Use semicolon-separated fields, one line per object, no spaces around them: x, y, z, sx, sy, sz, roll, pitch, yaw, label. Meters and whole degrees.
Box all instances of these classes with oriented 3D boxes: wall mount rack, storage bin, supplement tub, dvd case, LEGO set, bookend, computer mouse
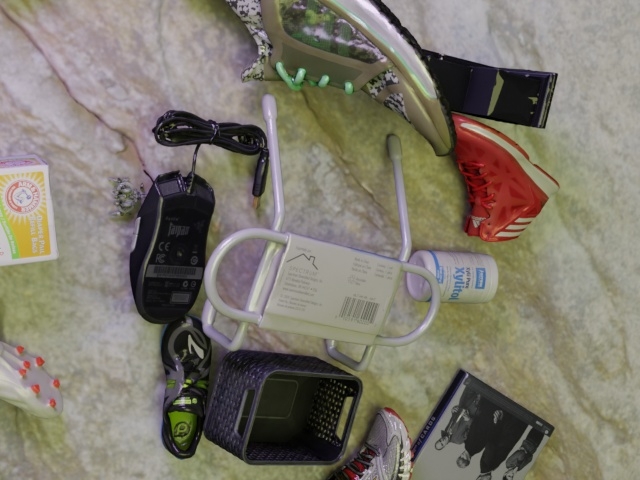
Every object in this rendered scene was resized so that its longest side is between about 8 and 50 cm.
0.000;0.000;1.446;0.350;0.130;0.304;14;98;-36;wall mount rack
-0.046;0.212;1.475;0.180;0.084;0.122;11;97;-44;storage bin
0.176;0.049;1.570;0.107;0.071;0.071;2;99;-21;supplement tub
0.205;0.325;1.657;0.179;0.029;0.238;33;88;-24;dvd case
-0.226;-0.045;1.419;0.083;0.023;0.054;30;88;-23;LEGO set
0.187;-0.197;1.480;0.157;0.156;0.072;10;97;-22;bookend
-0.153;-0.031;1.436;0.184;0.060;0.261;-3;106;-43;computer mouse

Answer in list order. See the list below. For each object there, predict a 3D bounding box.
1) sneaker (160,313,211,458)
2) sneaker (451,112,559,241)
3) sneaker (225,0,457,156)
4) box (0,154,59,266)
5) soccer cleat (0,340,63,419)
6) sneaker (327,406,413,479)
-0.165;0.184;1.457;0.067;0.078;0.188;1;99;-18;sneaker
0.217;-0.070;1.544;0.221;0.087;0.128;31;89;-32;sneaker
-0.006;-0.233;1.396;0.182;0.158;0.410;-44;91;14;sneaker
-0.405;-0.029;1.309;0.203;0.103;0.114;-7;103;-20;box
-0.388;0.152;1.379;0.076;0.068;0.196;-35;121;19;soccer cleat
0.056;0.331;1.568;0.093;0.088;0.225;18;93;-22;sneaker
